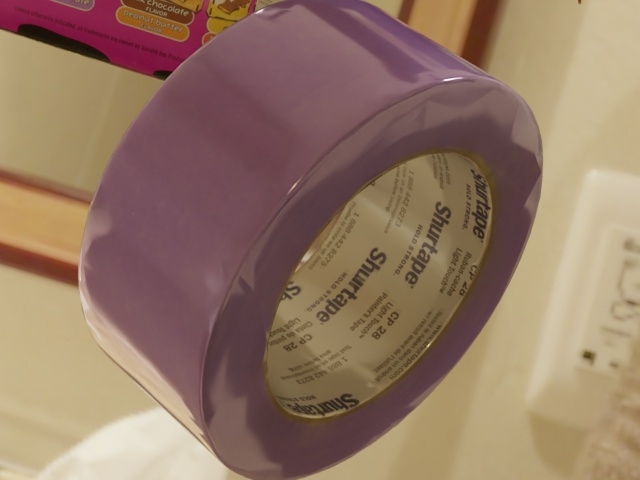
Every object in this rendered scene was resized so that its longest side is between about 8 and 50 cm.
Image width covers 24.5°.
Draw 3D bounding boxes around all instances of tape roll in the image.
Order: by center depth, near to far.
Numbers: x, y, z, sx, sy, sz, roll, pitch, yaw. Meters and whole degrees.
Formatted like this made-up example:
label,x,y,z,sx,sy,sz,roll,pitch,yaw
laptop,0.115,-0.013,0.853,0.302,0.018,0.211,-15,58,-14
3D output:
label,x,y,z,sx,sy,sz,roll,pitch,yaw
tape roll,0.000,0.000,0.606,0.080,0.189,0.189,36,8,32

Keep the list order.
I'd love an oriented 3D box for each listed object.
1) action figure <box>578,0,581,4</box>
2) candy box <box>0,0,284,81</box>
label,x,y,z,sx,sy,sz,roll,pitch,yaw
action figure,0.185,-0.315,1.258,0.280,0.091,0.139,38,23,-23
candy box,-0.059,-0.197,0.738,0.159,0.233,0.071,18,9,-4
